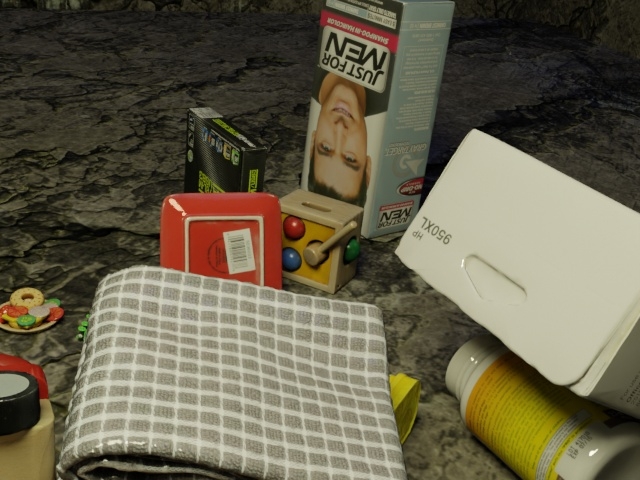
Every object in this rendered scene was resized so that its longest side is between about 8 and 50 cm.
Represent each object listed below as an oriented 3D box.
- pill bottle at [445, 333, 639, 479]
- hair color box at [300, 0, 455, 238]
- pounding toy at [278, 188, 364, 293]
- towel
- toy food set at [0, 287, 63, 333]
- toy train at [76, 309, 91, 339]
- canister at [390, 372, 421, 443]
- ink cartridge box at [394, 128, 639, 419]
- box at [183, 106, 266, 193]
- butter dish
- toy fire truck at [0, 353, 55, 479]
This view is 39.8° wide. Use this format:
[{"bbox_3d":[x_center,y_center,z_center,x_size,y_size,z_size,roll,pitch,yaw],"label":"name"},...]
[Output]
[{"bbox_3d":[0.226,0.184,0.911,0.117,0.117,0.215,-9,29,-30],"label":"pill bottle"},{"bbox_3d":[0.082,-0.214,1.420,0.113,0.374,0.185,-13,32,-37],"label":"hair color box"},{"bbox_3d":[0.000,0.000,1.234,0.141,0.130,0.100,18,27,23],"label":"pounding toy"},{"bbox_3d":[-0.064,0.139,0.741,0.283,0.121,0.235,11,31,-14],"label":"towel"},{"bbox_3d":[-0.359,0.088,1.086,0.082,0.020,0.083,17,27,21],"label":"toy food set"},{"bbox_3d":[-0.277,0.099,1.089,0.023,0.017,0.083,17,25,-1],"label":"toy train"},{"bbox_3d":[0.005,0.172,0.938,0.170,0.073,0.126,16,27,22],"label":"canister"},{"bbox_3d":[0.318,0.067,0.941,0.395,0.166,0.285,24,10,-40],"label":"ink cartridge box"},{"bbox_3d":[-0.147,-0.083,1.314,0.045,0.184,0.190,-7,29,-32],"label":"box"},{"bbox_3d":[-0.138,0.016,1.181,0.160,0.160,0.118,-1,3,-16],"label":"butter dish"},{"bbox_3d":[-0.342,0.160,0.728,0.217,0.158,0.246,-4,17,-23],"label":"toy fire truck"}]
